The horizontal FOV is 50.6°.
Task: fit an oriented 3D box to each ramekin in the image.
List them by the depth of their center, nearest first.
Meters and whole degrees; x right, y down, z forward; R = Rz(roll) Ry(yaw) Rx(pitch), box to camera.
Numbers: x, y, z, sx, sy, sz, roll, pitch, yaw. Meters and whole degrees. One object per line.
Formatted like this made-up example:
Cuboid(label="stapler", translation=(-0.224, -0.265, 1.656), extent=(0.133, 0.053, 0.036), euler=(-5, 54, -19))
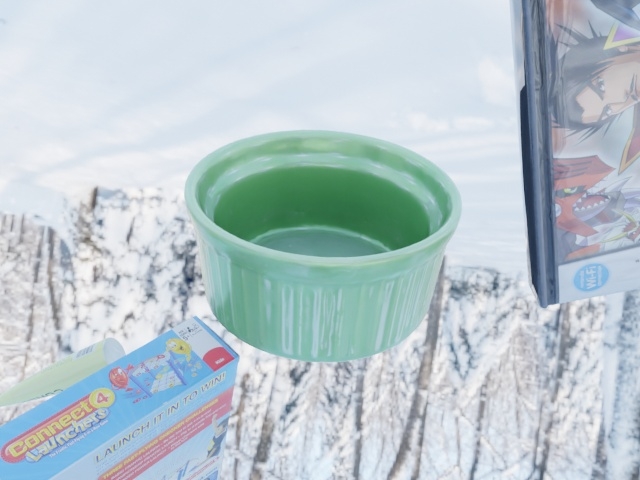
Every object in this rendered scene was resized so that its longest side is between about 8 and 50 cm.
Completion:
Cuboid(label="ramekin", translation=(0.000, 0.000, 0.782), extent=(0.303, 0.148, 0.303), euler=(3, -148, -2))

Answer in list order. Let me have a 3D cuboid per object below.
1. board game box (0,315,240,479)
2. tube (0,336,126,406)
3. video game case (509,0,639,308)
Cuboid(label="board game box", translation=(-0.255, 0.284, 0.833), extent=(0.086, 0.302, 0.308), euler=(38, -134, 26))
Cuboid(label="tube", translation=(-0.435, 0.229, 1.121), extent=(0.240, 0.062, 0.070), euler=(-22, 135, 13))
Cuboid(label="video game case", translation=(0.248, -0.094, 0.415), extent=(0.248, 0.275, 0.035), euler=(-11, -148, 5))
